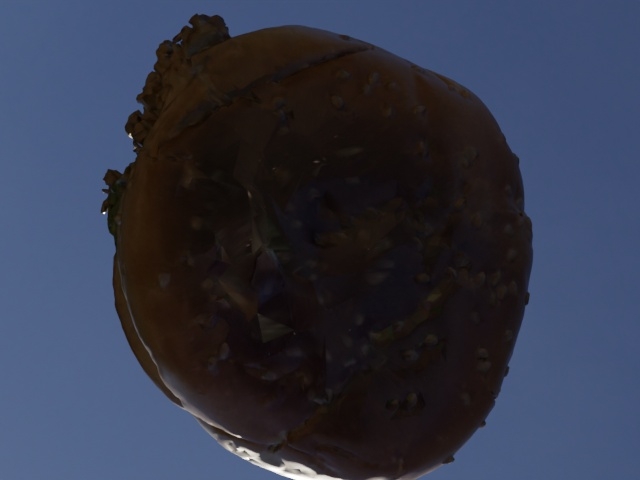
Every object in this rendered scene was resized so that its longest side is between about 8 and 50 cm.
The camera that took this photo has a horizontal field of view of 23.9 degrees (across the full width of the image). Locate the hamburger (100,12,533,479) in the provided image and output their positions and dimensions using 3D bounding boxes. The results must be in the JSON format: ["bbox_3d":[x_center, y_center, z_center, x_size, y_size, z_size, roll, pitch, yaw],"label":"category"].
[{"bbox_3d":[0.000,0.000,0.859,0.243,0.286,0.146,-28,-175,-11],"label":"hamburger"}]
